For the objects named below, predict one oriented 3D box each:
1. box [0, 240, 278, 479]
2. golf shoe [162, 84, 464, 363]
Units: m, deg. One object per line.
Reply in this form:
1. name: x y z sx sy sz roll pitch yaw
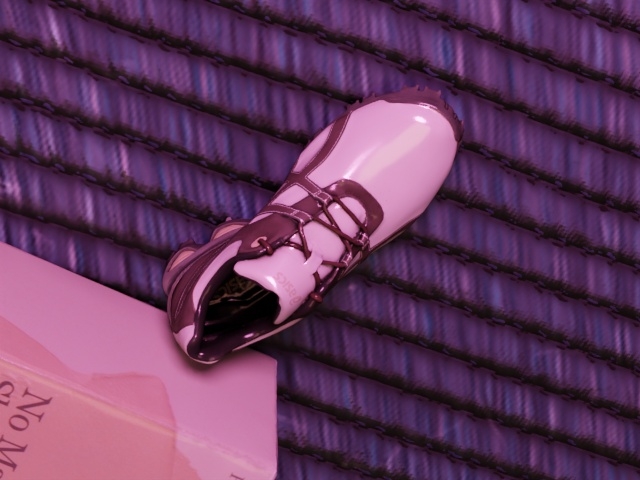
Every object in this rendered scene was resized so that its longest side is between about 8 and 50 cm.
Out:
1. box: -0.189 0.089 1.035 0.311 0.121 0.148 23 114 -12
2. golf shoe: 0.000 0.000 1.011 0.198 0.094 0.077 -41 110 16
